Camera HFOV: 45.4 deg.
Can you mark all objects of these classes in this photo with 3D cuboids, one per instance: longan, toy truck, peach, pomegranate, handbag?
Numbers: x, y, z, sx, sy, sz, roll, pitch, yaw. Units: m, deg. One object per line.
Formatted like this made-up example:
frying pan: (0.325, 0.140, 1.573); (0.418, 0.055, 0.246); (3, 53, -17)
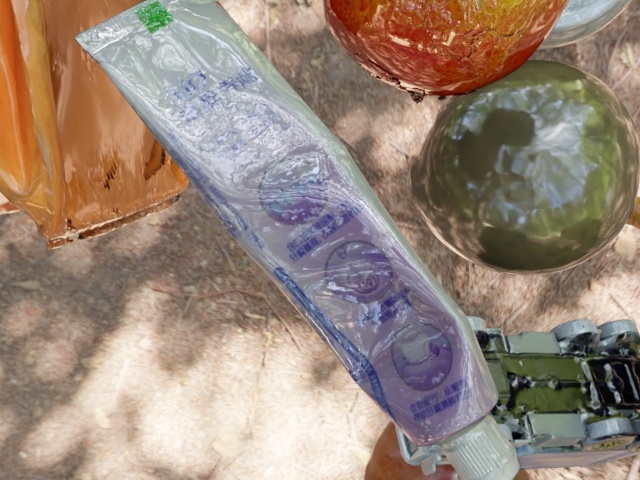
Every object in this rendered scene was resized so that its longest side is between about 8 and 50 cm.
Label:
longan: (0.227, -0.080, 0.871); (0.258, 0.258, 0.258); (-2, 77, 11)
toy truck: (0.256, 0.185, 0.876); (0.367, 0.175, 0.146); (6, 56, -23)
peach: (0.191, 0.364, 1.091); (0.257, 0.232, 0.232); (25, 83, 50)
pomegranate: (0.102, -0.231, 0.618); (0.210, 0.235, 0.210); (5, 42, -4)
handbag: (-0.178, -0.162, 0.562); (0.116, 0.410, 0.303); (4, 96, 0)

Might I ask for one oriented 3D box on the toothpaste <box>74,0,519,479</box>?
toothpaste: (0.000, 0.000, 0.386); (0.075, 0.048, 0.301); (-36, 90, 0)

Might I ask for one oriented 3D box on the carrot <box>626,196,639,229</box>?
carrot: (0.624, -0.030, 1.388); (0.062, 0.271, 0.066); (-31, 117, -6)

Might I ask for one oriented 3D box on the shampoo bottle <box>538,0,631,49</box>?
shampoo bottle: (0.272, -0.389, 0.972); (0.273, 0.266, 0.273); (1, 116, 2)
